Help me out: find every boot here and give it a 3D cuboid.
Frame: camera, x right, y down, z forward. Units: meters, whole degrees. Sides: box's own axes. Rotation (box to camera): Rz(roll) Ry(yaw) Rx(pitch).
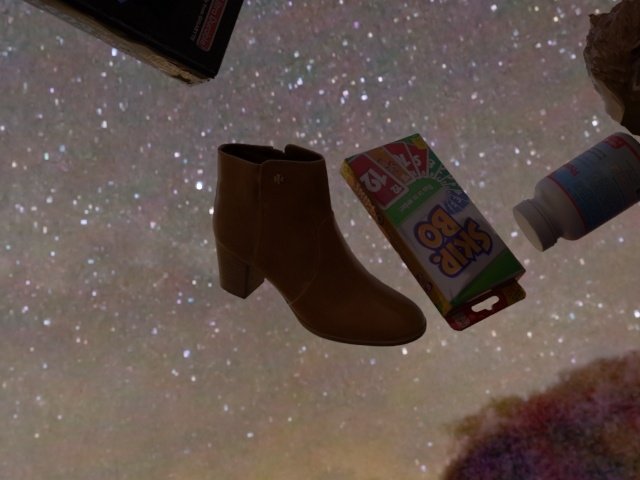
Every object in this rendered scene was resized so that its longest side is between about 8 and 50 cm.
[{"bbox_3d":[0.000,-0.001,0.939,0.294,0.104,0.211,16,-57,15],"label":"boot"}]

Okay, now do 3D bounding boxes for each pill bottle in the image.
[{"bbox_3d":[0.320,-0.056,0.945,0.160,0.087,0.087,-32,-30,1],"label":"pill bottle"}]

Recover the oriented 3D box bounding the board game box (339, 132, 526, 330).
[{"bbox_3d":[0.143,-0.017,0.965,0.124,0.260,0.039,-22,-23,-27],"label":"board game box"}]

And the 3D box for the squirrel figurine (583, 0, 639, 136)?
[{"bbox_3d":[0.511,-0.239,0.829,0.370,0.397,0.281,-48,-46,0],"label":"squirrel figurine"}]

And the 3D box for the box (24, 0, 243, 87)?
[{"bbox_3d":[-0.189,-0.345,0.745,0.293,0.296,0.073,25,-12,-30],"label":"box"}]
